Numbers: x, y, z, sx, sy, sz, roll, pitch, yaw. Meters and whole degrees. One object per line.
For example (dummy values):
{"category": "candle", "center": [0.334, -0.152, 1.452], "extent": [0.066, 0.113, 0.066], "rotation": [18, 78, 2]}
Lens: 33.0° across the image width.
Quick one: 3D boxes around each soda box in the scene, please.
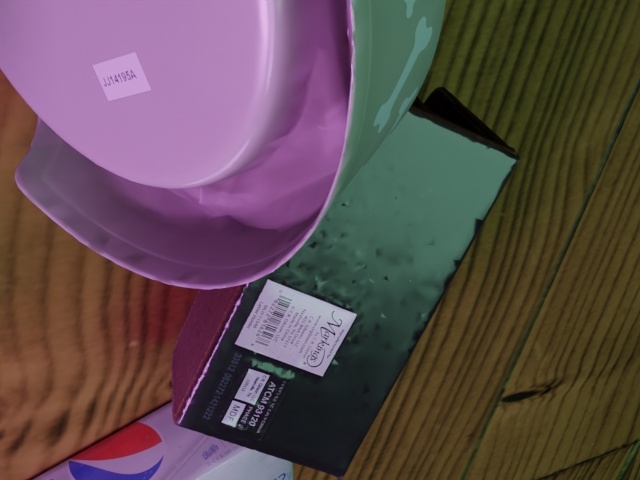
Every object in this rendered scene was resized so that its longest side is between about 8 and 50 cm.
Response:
{"category": "soda box", "center": [-0.162, 0.230, 0.954], "extent": [0.286, 0.091, 0.098], "rotation": [-28, 138, -26]}

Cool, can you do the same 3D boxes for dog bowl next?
{"category": "dog bowl", "center": [-0.089, -0.151, 0.527], "extent": [0.102, 0.349, 0.348], "rotation": [-35, 141, -38]}

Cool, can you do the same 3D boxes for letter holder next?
{"category": "letter holder", "center": [0.000, 0.000, 0.904], "extent": [0.152, 0.214, 0.301], "rotation": [22, 108, -18]}
